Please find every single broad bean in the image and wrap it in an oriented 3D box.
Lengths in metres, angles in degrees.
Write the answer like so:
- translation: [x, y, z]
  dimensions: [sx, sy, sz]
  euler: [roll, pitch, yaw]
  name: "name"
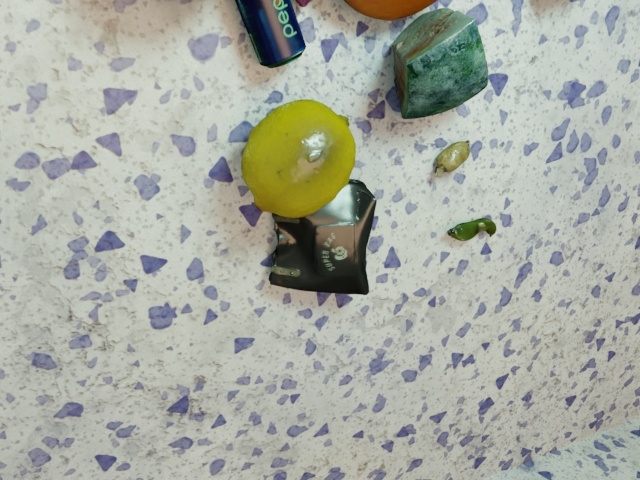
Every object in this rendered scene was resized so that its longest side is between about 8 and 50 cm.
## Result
- translation: [0.489, -0.035, 1.624]
  dimensions: [0.213, 0.048, 0.071]
  euler: [-4, 114, -26]
  name: "broad bean"

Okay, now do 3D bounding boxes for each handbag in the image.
- translation: [0.000, 0.000, 1.375]
  dimensions: [0.287, 0.152, 0.343]
  euler: [-3, 113, -10]
  name: "handbag"

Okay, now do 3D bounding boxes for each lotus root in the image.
- translation: [0.388, -0.242, 1.477]
  dimensions: [0.152, 0.063, 0.072]
  euler: [-44, 133, -4]
  name: "lotus root"

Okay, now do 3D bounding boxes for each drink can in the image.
- translation: [-0.114, -0.494, 1.103]
  dimensions: [0.118, 0.118, 0.205]
  euler: [-28, 123, -10]
  name: "drink can"

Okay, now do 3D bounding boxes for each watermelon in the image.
- translation: [0.281, -0.454, 1.253]
  dimensions: [0.228, 0.387, 0.259]
  euler: [-19, 79, 11]
  name: "watermelon"

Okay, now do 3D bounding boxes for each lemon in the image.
- translation: [-0.053, -0.191, 1.192]
  dimensions: [0.260, 0.260, 0.284]
  euler: [22, 108, -30]
  name: "lemon"

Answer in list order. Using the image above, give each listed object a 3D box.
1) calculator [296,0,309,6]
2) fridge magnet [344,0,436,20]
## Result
- translation: [-0.007, -0.618, 1.096]
  dimensions: [0.191, 0.034, 0.126]
  euler: [-58, 162, 1]
  name: "calculator"
- translation: [0.180, -0.658, 1.077]
  dimensions: [0.363, 0.155, 0.364]
  euler: [-16, 147, -11]
  name: "fridge magnet"
